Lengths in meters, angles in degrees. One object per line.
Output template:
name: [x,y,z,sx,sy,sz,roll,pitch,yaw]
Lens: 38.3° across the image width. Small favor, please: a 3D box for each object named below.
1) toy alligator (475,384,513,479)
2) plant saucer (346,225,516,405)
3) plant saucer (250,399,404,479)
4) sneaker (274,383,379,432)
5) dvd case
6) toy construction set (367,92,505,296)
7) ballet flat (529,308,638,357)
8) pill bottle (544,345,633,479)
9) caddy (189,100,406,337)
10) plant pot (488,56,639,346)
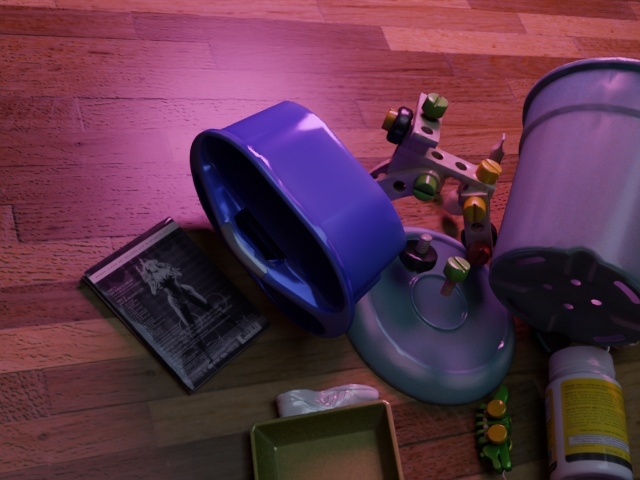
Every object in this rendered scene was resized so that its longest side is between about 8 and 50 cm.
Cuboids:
toy alligator: [0.253,0.300,1.349,0.051,0.056,0.189,-8,53,18]
plant saucer: [0.178,0.103,1.447,0.318,0.043,0.317,13,54,-18]
plant saucer: [0.013,0.312,1.178,0.188,0.045,0.188,-11,56,2]
sneaker: [0.012,0.234,1.275,0.152,0.053,0.061,-4,70,-22]
dvd case: [-0.197,0.085,1.286,0.221,0.018,0.164,46,52,7]
toy construction set: [0.206,-0.117,1.443,0.257,0.237,0.309,33,36,21]
ballet flat: [0.476,0.141,1.547,0.280,0.095,0.096,-10,73,-20]
pill bottle: [0.401,0.273,1.393,0.119,0.119,0.208,17,53,-15]
caddy: [-0.048,-0.023,1.283,0.179,0.241,0.341,-34,77,-29]
plant pot: [0.426,-0.042,1.414,0.341,0.341,0.334,30,62,-5]
